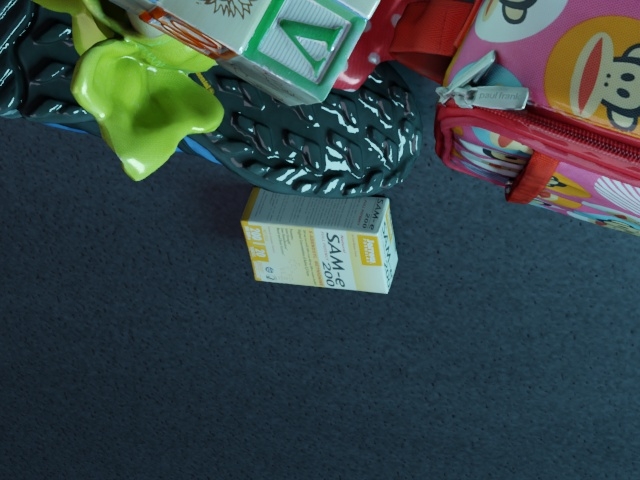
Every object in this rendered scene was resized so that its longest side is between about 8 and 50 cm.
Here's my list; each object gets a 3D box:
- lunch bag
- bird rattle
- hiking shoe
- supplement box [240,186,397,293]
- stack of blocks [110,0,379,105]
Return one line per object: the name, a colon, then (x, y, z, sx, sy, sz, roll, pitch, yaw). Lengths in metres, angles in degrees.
lunch bag: (0.160, -0.069, 0.998, 0.258, 0.120, 0.293, 19, 179, 4)
bird rattle: (-0.023, -0.142, 1.003, 0.253, 0.143, 0.207, -15, 153, -23)
hiking shoe: (-0.083, -0.105, 1.183, 0.304, 0.113, 0.132, 15, -176, -15)
supplement box: (0.000, 0.000, 1.297, 0.098, 0.036, 0.062, 5, 138, 16)
stack of blocks: (0.028, -0.211, 0.866, 0.171, 0.297, 0.087, 30, 176, -11)
